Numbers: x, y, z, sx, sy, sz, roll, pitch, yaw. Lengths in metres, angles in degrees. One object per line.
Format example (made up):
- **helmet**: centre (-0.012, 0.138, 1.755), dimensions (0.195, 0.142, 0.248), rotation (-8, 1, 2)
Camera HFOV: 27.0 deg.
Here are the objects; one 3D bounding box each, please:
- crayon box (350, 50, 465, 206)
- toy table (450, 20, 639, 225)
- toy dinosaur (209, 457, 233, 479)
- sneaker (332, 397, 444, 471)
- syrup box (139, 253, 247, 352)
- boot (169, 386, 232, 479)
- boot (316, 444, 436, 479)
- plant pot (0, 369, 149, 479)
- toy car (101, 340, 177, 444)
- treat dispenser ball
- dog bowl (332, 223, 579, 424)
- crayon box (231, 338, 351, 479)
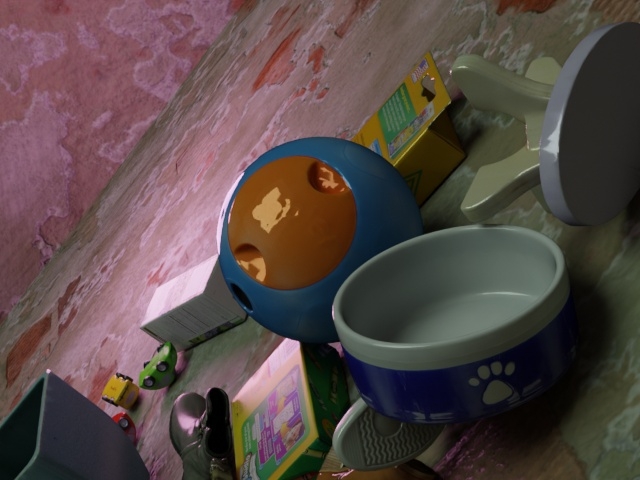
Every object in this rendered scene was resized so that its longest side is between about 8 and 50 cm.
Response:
- **crayon box**: centre (0.108, -0.117, 2.064), dimensions (0.323, 0.083, 0.203), rotation (-49, 23, 20)
- **toy table**: centre (0.279, -0.130, 1.561), dimensions (0.161, 0.252, 0.274), rotation (-3, 35, 44)
- **toy dinosaur**: centre (-0.142, 0.415, 1.848), dimensions (0.118, 0.064, 0.268), rotation (61, 143, 41)
- **sneaker**: centre (0.087, 0.189, 1.596), dimensions (0.256, 0.094, 0.151), rotation (-36, 14, -30)
- **syrup box**: centre (-0.220, 0.115, 2.403), dimensions (0.237, 0.096, 0.093), rotation (-29, 32, 49)
- **boot**: centre (-0.168, 0.281, 2.020), dimensions (0.246, 0.084, 0.161), rotation (-105, 28, -52)
- **boot**: centre (0.055, 0.324, 1.600), dimensions (0.197, 0.073, 0.152), rotation (-2, 65, 61)
- **plant pot**: centre (-0.422, 0.419, 2.189), dimensions (0.247, 0.252, 0.248), rotation (-48, 23, 18)
- **toy car**: centre (-0.327, 0.281, 2.453), dimensions (0.225, 0.053, 0.239), rotation (-47, 24, 20)
- **treat dispenser ball**: centre (0.000, 0.000, 1.852), dimensions (0.288, 0.288, 0.288), rotation (-44, 25, 27)
- **dog bowl**: centre (0.152, 0.089, 1.489), dimensions (0.265, 0.104, 0.265), rotation (-14, 25, 7)
- **crayon box**: centre (-0.039, 0.263, 1.843), dimensions (0.165, 0.081, 0.278), rotation (-49, 23, 18)
